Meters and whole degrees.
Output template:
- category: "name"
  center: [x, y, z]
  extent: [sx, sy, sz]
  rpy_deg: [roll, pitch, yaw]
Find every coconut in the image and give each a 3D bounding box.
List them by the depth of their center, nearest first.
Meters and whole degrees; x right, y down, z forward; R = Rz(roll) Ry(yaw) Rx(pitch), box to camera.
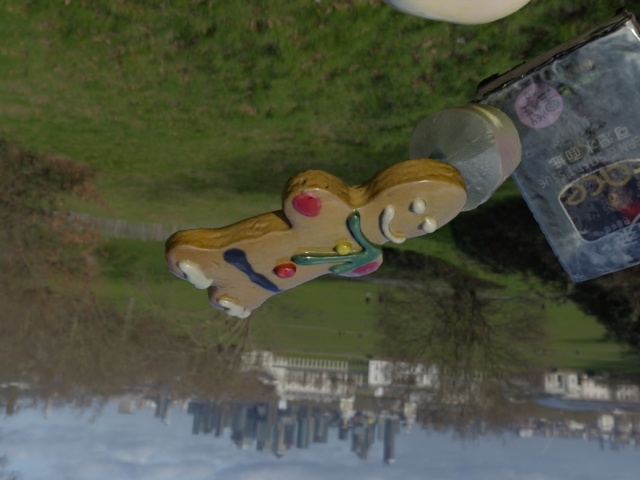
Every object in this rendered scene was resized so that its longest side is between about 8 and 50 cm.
- category: "coconut"
  center: [0.202, -0.121, 0.990]
  extent: [0.147, 0.147, 0.153]
  rpy_deg: [-6, -168, 35]

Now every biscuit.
- category: "biscuit"
  center: [0.000, 0.000, 0.690]
  extent: [0.302, 0.049, 0.197]
  rpy_deg: [-20, 153, 12]

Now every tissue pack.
- category: "tissue pack"
  center: [0.428, -0.133, 1.065]
  extent: [0.259, 0.361, 0.122]
  rpy_deg: [-24, -163, 32]

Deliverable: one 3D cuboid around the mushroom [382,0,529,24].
- category: "mushroom"
  center: [0.162, -0.391, 0.825]
  extent: [0.254, 0.234, 0.260]
  rpy_deg: [-9, 164, 14]
